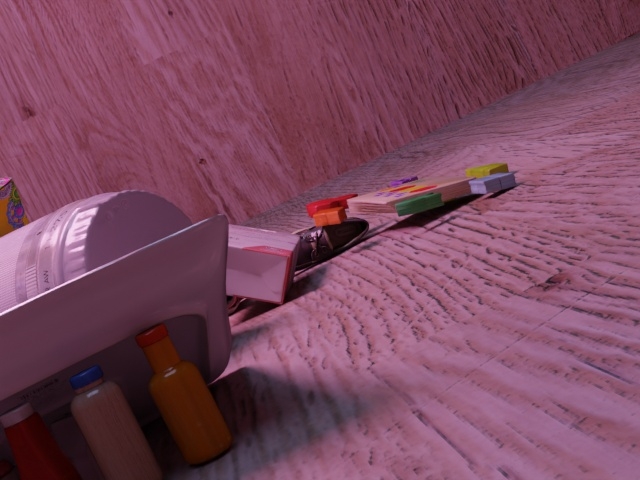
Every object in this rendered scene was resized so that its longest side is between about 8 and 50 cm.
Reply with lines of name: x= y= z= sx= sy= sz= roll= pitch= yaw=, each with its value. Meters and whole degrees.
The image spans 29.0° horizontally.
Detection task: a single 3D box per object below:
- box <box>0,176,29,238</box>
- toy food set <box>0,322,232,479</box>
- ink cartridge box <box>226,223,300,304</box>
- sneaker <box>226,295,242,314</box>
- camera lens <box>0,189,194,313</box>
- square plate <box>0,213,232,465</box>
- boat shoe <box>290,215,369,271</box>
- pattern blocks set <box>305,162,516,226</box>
box: x=-0.514 y=0.068 z=1.619 sx=0.290 sy=0.279 sz=0.177 roll=6 pitch=37 yaw=31
toy food set: x=-0.192 y=0.151 z=0.935 sx=0.232 sy=0.104 sz=0.111 roll=-21 pitch=7 yaw=33
ink cartridge box: x=-0.090 y=0.026 z=1.603 sx=0.115 sy=0.067 sz=0.198 roll=10 pitch=9 yaw=3
sneaker: x=-0.121 y=0.071 z=1.677 sx=0.070 sy=0.051 sz=0.134 roll=-6 pitch=13 yaw=42
camera lens: x=-0.281 y=0.076 z=1.426 sx=0.274 sy=0.219 sz=0.219 roll=-21 pitch=7 yaw=36
square plate: x=-0.221 y=0.131 z=1.023 sx=0.347 sy=0.049 sz=0.344 roll=-27 pitch=-17 yaw=-14
boat shoe: x=0.000 y=0.000 z=1.744 sx=0.152 sy=0.056 sz=0.049 roll=-28 pitch=1 yaw=-24
pattern blocks set: x=0.125 y=-0.061 z=1.710 sx=0.285 sy=0.026 sz=0.325 roll=-15 pitch=7 yaw=-8
